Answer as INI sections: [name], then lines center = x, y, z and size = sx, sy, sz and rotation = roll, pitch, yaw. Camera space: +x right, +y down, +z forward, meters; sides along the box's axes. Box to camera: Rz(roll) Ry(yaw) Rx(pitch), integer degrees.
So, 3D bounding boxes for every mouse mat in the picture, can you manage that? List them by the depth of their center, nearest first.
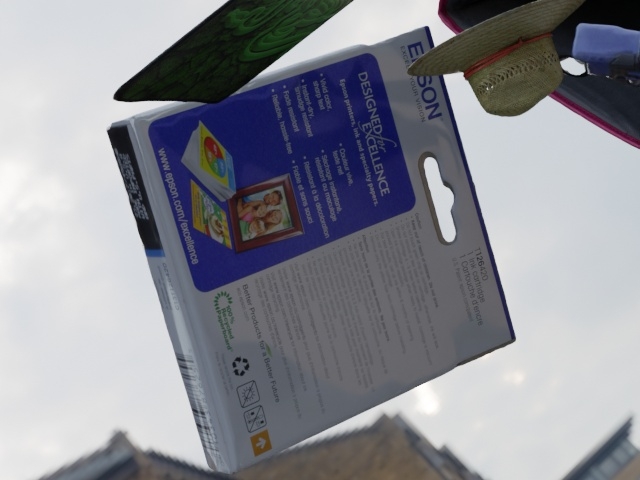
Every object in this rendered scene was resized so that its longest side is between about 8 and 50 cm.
[mouse mat]
center = -0.025, -0.121, 0.805
size = 0.152, 0.007, 0.189
rotation = -36, -3, 15

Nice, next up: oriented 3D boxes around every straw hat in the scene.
[straw hat]
center = 0.140, -0.123, 1.057
size = 0.144, 0.061, 0.144
rotation = -23, -4, -2

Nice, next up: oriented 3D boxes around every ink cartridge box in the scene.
[ink cartridge box]
center = 0.000, 0.000, 1.253
size = 0.307, 0.304, 0.072
rotation = -21, 10, -33

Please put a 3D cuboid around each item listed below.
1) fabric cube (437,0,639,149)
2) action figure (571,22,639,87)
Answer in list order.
[fabric cube]
center = 0.303, -0.279, 1.321
size = 0.258, 0.254, 0.259
rotation = -28, -35, -41
[action figure]
center = 0.353, -0.156, 1.003
size = 0.330, 0.341, 0.179
rotation = 60, -140, -74
